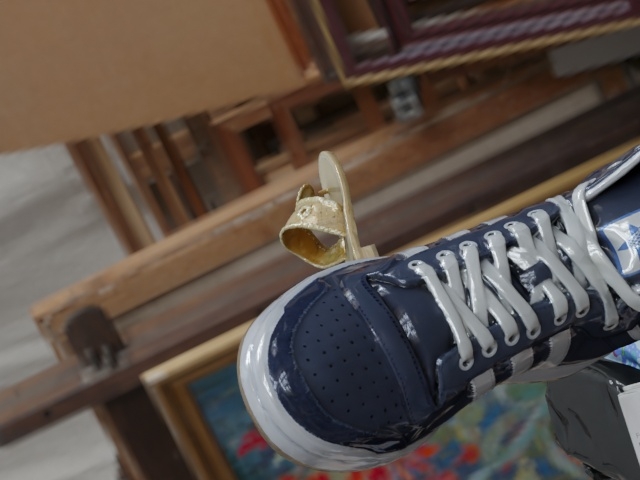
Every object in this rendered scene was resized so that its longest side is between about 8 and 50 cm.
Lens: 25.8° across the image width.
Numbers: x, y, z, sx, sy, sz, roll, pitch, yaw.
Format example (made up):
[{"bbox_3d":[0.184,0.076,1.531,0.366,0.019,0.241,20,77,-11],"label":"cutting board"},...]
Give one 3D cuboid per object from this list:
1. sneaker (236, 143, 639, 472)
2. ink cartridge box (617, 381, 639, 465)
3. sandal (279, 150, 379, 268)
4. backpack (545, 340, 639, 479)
[{"bbox_3d":[0.098,0.024,0.671,0.282,0.153,0.099,-12,-107,-45],"label":"sneaker"},{"bbox_3d":[0.293,0.179,0.880,0.160,0.093,0.219,-3,-107,-48],"label":"ink cartridge box"},{"bbox_3d":[0.000,-0.005,1.411,0.240,0.079,0.088,-113,15,-45],"label":"sandal"},{"bbox_3d":[0.474,0.132,1.673,0.290,0.356,0.273,-156,52,-70],"label":"backpack"}]
